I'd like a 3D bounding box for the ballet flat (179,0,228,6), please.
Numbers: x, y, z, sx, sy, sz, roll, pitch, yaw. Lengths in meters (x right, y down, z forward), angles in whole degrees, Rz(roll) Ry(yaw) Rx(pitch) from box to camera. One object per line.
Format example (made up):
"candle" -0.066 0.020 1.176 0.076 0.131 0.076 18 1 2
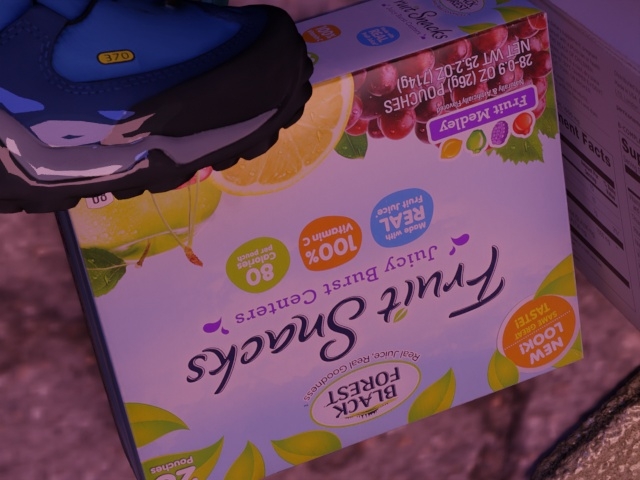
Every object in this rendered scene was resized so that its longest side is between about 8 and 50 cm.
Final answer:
"ballet flat" -0.056 -0.167 0.626 0.074 0.074 0.203 -2 123 -21

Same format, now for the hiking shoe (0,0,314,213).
"hiking shoe" -0.148 -0.088 0.571 0.304 0.113 0.132 3 110 -10

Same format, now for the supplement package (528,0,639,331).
"supplement package" 0.239 -0.063 0.713 0.261 0.204 0.145 -21 123 -11

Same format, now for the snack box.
"snack box" 0.000 0.000 0.728 0.207 0.070 0.175 -17 121 -12

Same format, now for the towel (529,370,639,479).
"towel" 0.185 0.107 0.887 0.148 0.027 0.110 -40 123 1
